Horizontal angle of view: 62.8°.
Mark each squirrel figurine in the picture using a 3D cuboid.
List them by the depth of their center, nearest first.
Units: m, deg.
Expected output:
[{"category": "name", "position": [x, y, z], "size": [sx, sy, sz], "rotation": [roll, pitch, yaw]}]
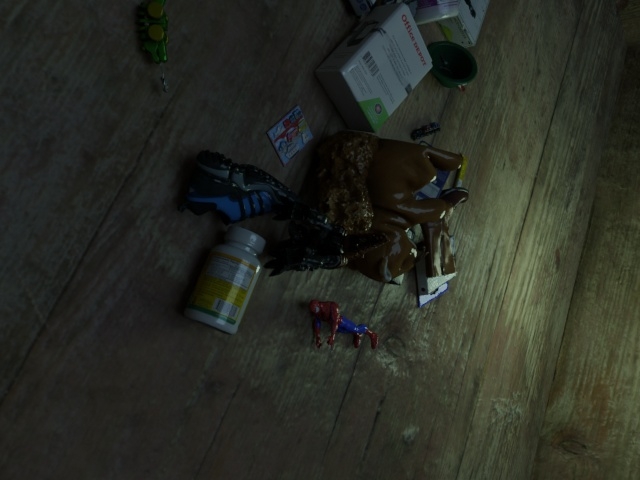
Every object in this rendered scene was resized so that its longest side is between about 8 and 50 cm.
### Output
[{"category": "squirrel figurine", "position": [0.132, -0.081, 1.376], "size": [0.396, 0.281, 0.371], "rotation": [7, 99, -34]}]

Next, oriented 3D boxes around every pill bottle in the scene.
[{"category": "pill bottle", "position": [-0.192, 0.081, 1.094], "size": [0.117, 0.117, 0.209], "rotation": [36, 68, -43]}, {"category": "pill bottle", "position": [0.296, -0.785, 1.504], "size": [0.169, 0.169, 0.302], "rotation": [-29, 115, -42]}]

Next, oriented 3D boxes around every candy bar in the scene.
[{"category": "candy bar", "position": [0.505, -0.235, 1.897], "size": [0.040, 0.018, 0.162], "rotation": [30, 72, -41]}]

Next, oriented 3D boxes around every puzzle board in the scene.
[{"category": "puzzle board", "position": [-0.069, -0.255, 1.273], "size": [0.128, 0.011, 0.096], "rotation": [-49, 127, -32]}]

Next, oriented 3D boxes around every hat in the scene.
[{"category": "hat", "position": [0.415, -0.538, 1.765], "size": [0.208, 0.183, 0.173], "rotation": [21, 66, -4]}]

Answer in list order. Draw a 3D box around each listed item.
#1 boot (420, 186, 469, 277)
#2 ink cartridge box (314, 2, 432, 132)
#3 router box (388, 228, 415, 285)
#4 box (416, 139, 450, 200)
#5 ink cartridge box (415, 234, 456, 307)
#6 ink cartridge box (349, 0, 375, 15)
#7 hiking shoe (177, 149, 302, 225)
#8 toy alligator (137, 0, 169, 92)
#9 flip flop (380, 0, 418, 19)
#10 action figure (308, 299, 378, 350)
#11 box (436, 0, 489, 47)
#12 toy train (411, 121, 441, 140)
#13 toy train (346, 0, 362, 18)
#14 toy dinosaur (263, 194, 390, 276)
[{"category": "boot", "position": [0.421, -0.029, 1.723], "size": [0.264, 0.096, 0.281], "rotation": [-11, 88, -45]}, {"category": "ink cartridge box", "position": [0.145, -0.450, 1.374], "size": [0.273, 0.114, 0.198], "rotation": [-50, 128, -16]}, {"category": "router box", "position": [0.217, 0.032, 1.588], "size": [0.133, 0.046, 0.179], "rotation": [32, 71, -45]}, {"category": "box", "position": [0.320, -0.194, 1.634], "size": [0.136, 0.036, 0.225], "rotation": [32, 67, -5]}, {"category": "ink cartridge box", "position": [0.399, 0.107, 1.798], "size": [0.206, 0.045, 0.208], "rotation": [-22, 111, -45]}, {"category": "ink cartridge box", "position": [0.078, -0.698, 1.346], "size": [0.207, 0.046, 0.097], "rotation": [54, 43, -34]}, {"category": "hiking shoe", "position": [-0.168, -0.094, 1.135], "size": [0.304, 0.113, 0.132], "rotation": [18, 107, -50]}, {"category": "toy alligator", "position": [-0.311, -0.372, 0.972], "size": [0.051, 0.056, 0.190], "rotation": [0, 97, -5]}, {"category": "flip flop", "position": [0.202, -0.597, 1.488], "size": [0.112, 0.080, 0.277], "rotation": [-5, 115, -22]}, {"category": "action figure", "position": [0.047, 0.253, 1.386], "size": [0.280, 0.091, 0.139], "rotation": [43, 51, -41]}, {"category": "box", "position": [0.488, -0.818, 1.769], "size": [0.169, 0.087, 0.290], "rotation": [36, 67, -43]}, {"category": "toy train", "position": [0.344, -0.357, 1.705], "size": [0.158, 0.027, 0.036], "rotation": [-26, 102, -43]}, {"category": "toy train", "position": [0.087, -0.631, 1.403], "size": [0.083, 0.017, 0.024], "rotation": [46, 51, -40]}, {"category": "toy dinosaur", "position": [0.000, 0.000, 1.142], "size": [0.218, 0.322, 0.164], "rotation": [19, 51, -46]}]
